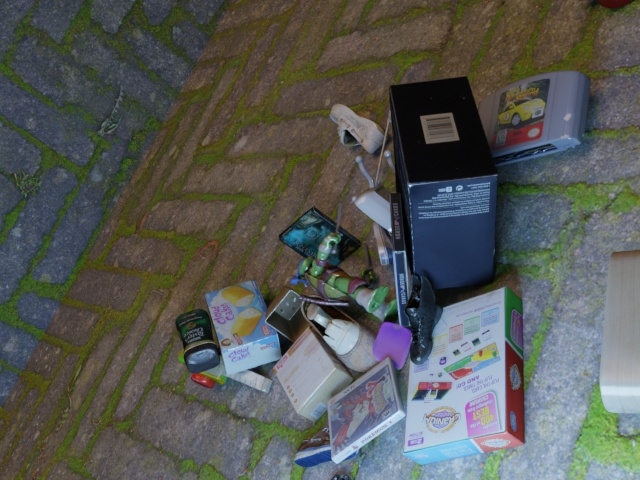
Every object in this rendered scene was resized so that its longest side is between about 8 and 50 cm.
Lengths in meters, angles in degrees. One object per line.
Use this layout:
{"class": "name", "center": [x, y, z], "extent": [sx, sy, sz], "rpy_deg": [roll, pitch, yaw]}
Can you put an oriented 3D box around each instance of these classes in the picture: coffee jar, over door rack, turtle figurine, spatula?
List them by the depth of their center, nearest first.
{"class": "spatula", "center": [0.206, 0.149, 1.873], "extent": [0.084, 0.030, 0.296], "rpy_deg": [18, 67, 25]}
{"class": "turtle figurine", "center": [0.086, 0.060, 1.946], "extent": [0.274, 0.198, 0.266], "rpy_deg": [-31, 48, -28]}
{"class": "over door rack", "center": [0.218, -0.240, 2.151], "extent": [0.239, 0.108, 0.324], "rpy_deg": [-3, 58, 49]}
{"class": "coffee jar", "center": [-0.327, 0.269, 2.189], "extent": [0.096, 0.079, 0.184], "rpy_deg": [-18, 38, -8]}

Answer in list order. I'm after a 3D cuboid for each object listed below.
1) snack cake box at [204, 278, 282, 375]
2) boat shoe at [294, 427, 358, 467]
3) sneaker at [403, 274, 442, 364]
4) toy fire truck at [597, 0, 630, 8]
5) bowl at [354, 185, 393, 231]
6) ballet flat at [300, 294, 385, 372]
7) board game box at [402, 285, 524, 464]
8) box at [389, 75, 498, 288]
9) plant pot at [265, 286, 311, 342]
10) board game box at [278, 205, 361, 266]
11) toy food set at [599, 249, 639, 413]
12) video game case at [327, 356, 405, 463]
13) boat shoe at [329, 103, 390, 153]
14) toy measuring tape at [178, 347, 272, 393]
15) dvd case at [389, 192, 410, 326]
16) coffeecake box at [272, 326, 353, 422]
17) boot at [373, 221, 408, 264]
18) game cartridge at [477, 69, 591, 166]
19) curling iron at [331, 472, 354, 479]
{"class": "snack cake box", "center": [-0.211, 0.228, 2.210], "extent": [0.152, 0.089, 0.264], "rpy_deg": [-15, 35, -10]}
{"class": "boat shoe", "center": [0.012, 0.450, 1.814], "extent": [0.183, 0.066, 0.066], "rpy_deg": [-23, 42, 38]}
{"class": "sneaker", "center": [0.202, 0.164, 1.699], "extent": [0.051, 0.089, 0.170], "rpy_deg": [-4, 57, 49]}
{"class": "toy fire truck", "center": [0.675, -0.697, 1.867], "extent": [0.302, 0.254, 0.169], "rpy_deg": [-30, 40, 32]}
{"class": "bowl", "center": [0.162, -0.082, 2.009], "extent": [0.053, 0.142, 0.142], "rpy_deg": [-56, -10, 20]}
{"class": "ballet flat", "center": [0.038, 0.216, 1.958], "extent": [0.108, 0.106, 0.316], "rpy_deg": [-57, 33, 0]}
{"class": "board game box", "center": [0.286, 0.270, 1.641], "extent": [0.242, 0.064, 0.317], "rpy_deg": [-23, 44, 38]}
{"class": "box", "center": [0.260, -0.125, 1.774], "extent": [0.178, 0.313, 0.343], "rpy_deg": [-6, 45, 2]}
{"class": "plant pot", "center": [-0.079, 0.182, 2.144], "extent": [0.109, 0.109, 0.096], "rpy_deg": [-50, 20, 5]}
{"class": "board game box", "center": [0.000, 0.000, 2.128], "extent": [0.126, 0.186, 0.026], "rpy_deg": [-41, 37, 20]}
{"class": "toy food set", "center": [0.597, 0.141, 1.371], "extent": [0.219, 0.092, 0.306], "rpy_deg": [-6, 56, 34]}
{"class": "video game case", "center": [0.092, 0.358, 1.752], "extent": [0.183, 0.023, 0.201], "rpy_deg": [-39, 21, 14]}
{"class": "boat shoe", "center": [0.090, -0.322, 2.392], "extent": [0.096, 0.098, 0.277], "rpy_deg": [-52, 34, 1]}
{"class": "toy measuring tape", "center": [-0.250, 0.359, 2.222], "extent": [0.330, 0.121, 0.121], "rpy_deg": [13, 69, 31]}
{"class": "dvd case", "center": [0.173, 0.043, 1.782], "extent": [0.029, 0.239, 0.179], "rpy_deg": [-4, 45, 5]}
{"class": "coffeecake box", "center": [-0.021, 0.319, 1.971], "extent": [0.142, 0.068, 0.185], "rpy_deg": [-50, 33, 7]}
{"class": "boot", "center": [0.181, 0.003, 2.029], "extent": [0.086, 0.069, 0.190], "rpy_deg": [-11, 27, 3]}
{"class": "game cartridge", "center": [0.469, -0.278, 1.867], "extent": [0.294, 0.060, 0.196], "rpy_deg": [-11, 55, 49]}
{"class": "curling iron", "center": [0.003, 0.613, 1.703], "extent": [0.068, 0.035, 0.274], "rpy_deg": [4, 63, 53]}
